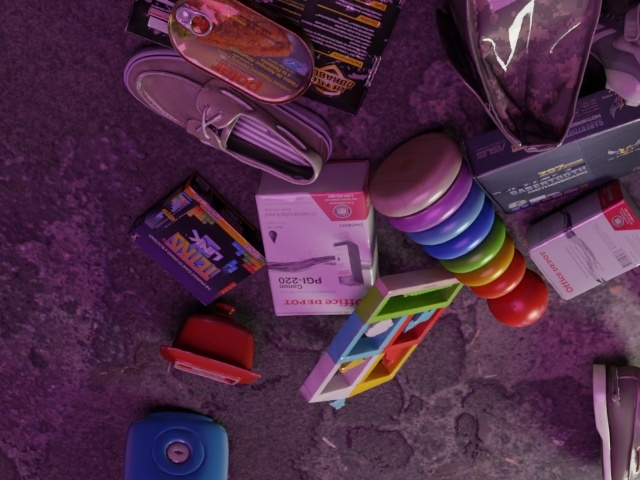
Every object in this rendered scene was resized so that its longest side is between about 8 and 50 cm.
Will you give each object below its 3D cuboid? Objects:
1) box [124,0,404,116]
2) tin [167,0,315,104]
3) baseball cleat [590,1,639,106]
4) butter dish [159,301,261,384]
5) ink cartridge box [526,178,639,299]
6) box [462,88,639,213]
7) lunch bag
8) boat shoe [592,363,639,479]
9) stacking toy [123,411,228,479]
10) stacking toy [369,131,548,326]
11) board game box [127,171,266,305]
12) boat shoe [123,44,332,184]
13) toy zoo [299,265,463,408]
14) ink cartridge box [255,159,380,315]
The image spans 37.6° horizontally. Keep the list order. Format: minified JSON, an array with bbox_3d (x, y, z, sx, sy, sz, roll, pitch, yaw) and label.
[{"bbox_3d":[-0.055,-0.327,1.161,0.322,0.079,0.257,19,126,-6],"label":"box"},{"bbox_3d":[-0.095,-0.241,1.157,0.189,0.040,0.106,28,119,-12],"label":"tin"},{"bbox_3d":[0.351,-0.244,1.088,0.072,0.206,0.109,4,131,-20],"label":"baseball cleat"},{"bbox_3d":[-0.164,0.155,1.484,0.160,0.118,0.160,17,165,-6],"label":"butter dish"},{"bbox_3d":[0.379,0.001,1.317,0.150,0.063,0.109,-30,116,25],"label":"ink cartridge box"},{"bbox_3d":[0.319,-0.115,1.206,0.232,0.059,0.183,-19,158,18],"label":"box"},{"bbox_3d":[0.218,-0.267,1.068,0.169,0.235,0.287,-6,123,5],"label":"lunch bag"},{"bbox_3d":[0.495,0.328,1.513,0.091,0.109,0.305,-6,119,17],"label":"boat shoe"},{"bbox_3d":[-0.270,0.454,1.690,0.175,0.166,0.302,6,137,-11],"label":"stacking toy"},{"bbox_3d":[0.213,0.006,1.330,0.141,0.141,0.330,-28,122,24],"label":"stacking toy"},{"bbox_3d":[-0.180,0.001,1.416,0.141,0.048,0.170,-36,113,25],"label":"board game box"},{"bbox_3d":[-0.123,-0.170,1.264,0.302,0.094,0.109,21,124,-7],"label":"boat shoe"},{"bbox_3d":[0.087,0.154,1.421,0.192,0.030,0.293,-8,140,-44],"label":"toy zoo"},{"bbox_3d":[0.000,0.000,1.366,0.158,0.092,0.218,-2,126,9],"label":"ink cartridge box"}]
